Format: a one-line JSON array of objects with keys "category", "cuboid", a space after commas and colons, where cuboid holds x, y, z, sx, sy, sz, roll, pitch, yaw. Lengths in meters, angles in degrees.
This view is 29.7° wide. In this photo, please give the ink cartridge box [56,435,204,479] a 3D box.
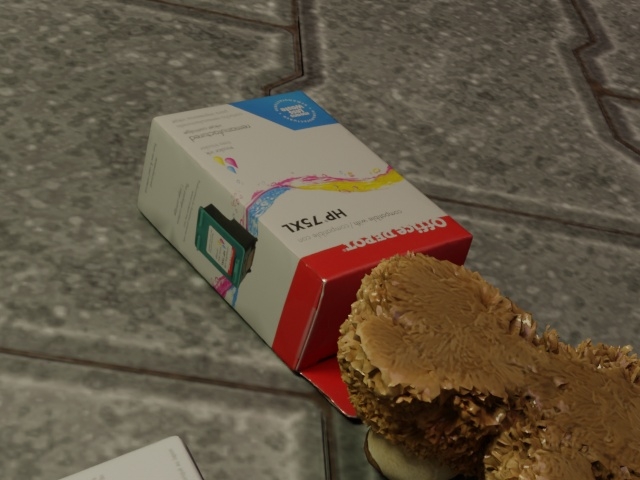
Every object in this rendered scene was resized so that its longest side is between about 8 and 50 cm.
[{"category": "ink cartridge box", "cuboid": [-0.128, 0.197, 0.496, 0.232, 0.066, 0.189, -22, 46, -15]}]

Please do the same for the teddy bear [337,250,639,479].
[{"category": "teddy bear", "cuboid": [0.153, 0.137, 0.658, 0.338, 0.113, 0.245, 19, 40, -11]}]

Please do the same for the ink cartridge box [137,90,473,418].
[{"category": "ink cartridge box", "cuboid": [0.000, 0.000, 0.788, 0.134, 0.078, 0.231, -17, 47, -40]}]
